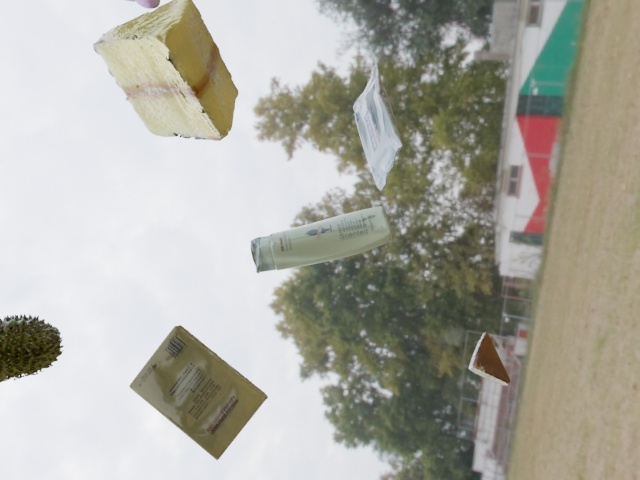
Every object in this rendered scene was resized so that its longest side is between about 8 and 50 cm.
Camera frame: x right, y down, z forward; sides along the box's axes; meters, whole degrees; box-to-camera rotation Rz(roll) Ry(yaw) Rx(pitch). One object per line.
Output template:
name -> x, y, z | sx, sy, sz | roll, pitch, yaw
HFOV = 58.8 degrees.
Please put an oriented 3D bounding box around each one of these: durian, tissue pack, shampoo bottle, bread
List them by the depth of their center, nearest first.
shampoo bottle -> 0.000, 0.000, 0.862 | 0.049, 0.213, 0.072 | 79, 177, -57
tissue pack -> 0.102, -0.201, 1.012 | 0.122, 0.026, 0.192 | 121, 142, -58
bread -> 0.317, 0.236, 1.100 | 0.043, 0.062, 0.108 | 89, 163, -68
durian -> -0.615, 0.202, 1.117 | 0.221, 0.137, 0.095 | -8, -56, -39
bread -> -0.335, -0.328, 1.209 | 0.198, 0.236, 0.263 | -87, -23, -48

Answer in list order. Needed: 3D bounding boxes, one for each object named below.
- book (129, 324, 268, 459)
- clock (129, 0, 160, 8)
book -> -0.240, 0.296, 1.118 | 0.161, 0.231, 0.026 | -52, -5, 1
clock -> -0.476, -0.677, 1.364 | 0.090, 0.248, 0.227 | 130, 161, -58
